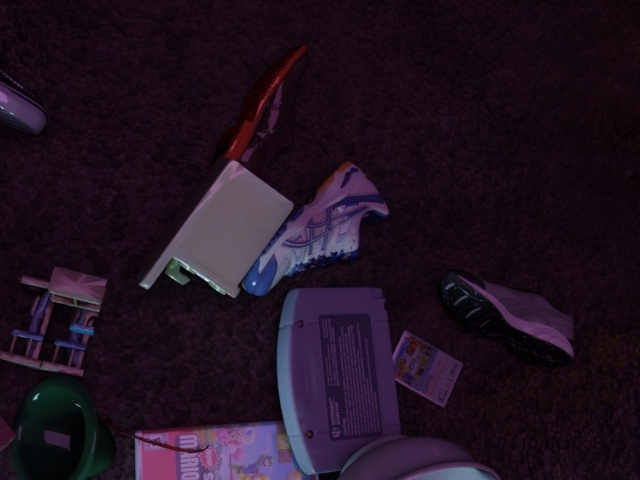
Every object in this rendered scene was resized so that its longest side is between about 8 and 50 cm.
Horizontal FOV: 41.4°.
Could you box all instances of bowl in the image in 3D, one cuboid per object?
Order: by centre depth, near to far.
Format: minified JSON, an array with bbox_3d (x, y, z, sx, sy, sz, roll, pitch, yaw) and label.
[{"bbox_3d":[0.118,0.394,1.295,0.298,0.298,0.134,-11,41,-18],"label":"bowl"}]

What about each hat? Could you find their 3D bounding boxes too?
[{"bbox_3d":[-0.329,0.308,1.277,0.208,0.183,0.173,38,98,35],"label":"hat"}]

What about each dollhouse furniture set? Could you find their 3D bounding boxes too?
[{"bbox_3d":[-0.392,0.118,1.228,0.129,0.184,0.129,15,73,-12],"label":"dollhouse furniture set"}]

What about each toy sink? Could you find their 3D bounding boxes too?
[{"bbox_3d":[-0.164,0.000,1.321,0.131,0.153,0.234,37,87,-15],"label":"toy sink"}]

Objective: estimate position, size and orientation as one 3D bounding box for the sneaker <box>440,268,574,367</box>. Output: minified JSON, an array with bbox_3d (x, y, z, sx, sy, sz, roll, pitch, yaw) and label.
[{"bbox_3d":[0.330,0.122,1.492,0.271,0.100,0.108,30,56,-11],"label":"sneaker"}]

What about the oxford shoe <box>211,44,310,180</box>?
[{"bbox_3d":[-0.082,-0.215,1.463,0.098,0.097,0.271,36,75,-23],"label":"oxford shoe"}]

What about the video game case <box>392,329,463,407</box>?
[{"bbox_3d":[0.177,0.221,1.459,0.122,0.011,0.087,31,71,-7],"label":"video game case"}]

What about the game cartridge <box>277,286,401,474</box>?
[{"bbox_3d":[0.027,0.222,1.376,0.196,0.060,0.294,3,75,-31],"label":"game cartridge"}]

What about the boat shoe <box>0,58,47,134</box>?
[{"bbox_3d":[-0.558,-0.293,1.317,0.335,0.121,0.119,33,74,-4],"label":"boat shoe"}]

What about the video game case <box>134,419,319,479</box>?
[{"bbox_3d":[-0.141,0.389,1.318,0.285,0.025,0.204,-1,76,-17],"label":"video game case"}]

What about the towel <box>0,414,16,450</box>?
[{"bbox_3d":[-0.612,0.213,1.167,0.329,0.037,0.237,52,40,2],"label":"towel"}]

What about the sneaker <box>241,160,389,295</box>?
[{"bbox_3d":[0.000,0.000,1.411,0.131,0.112,0.296,45,70,-2],"label":"sneaker"}]
